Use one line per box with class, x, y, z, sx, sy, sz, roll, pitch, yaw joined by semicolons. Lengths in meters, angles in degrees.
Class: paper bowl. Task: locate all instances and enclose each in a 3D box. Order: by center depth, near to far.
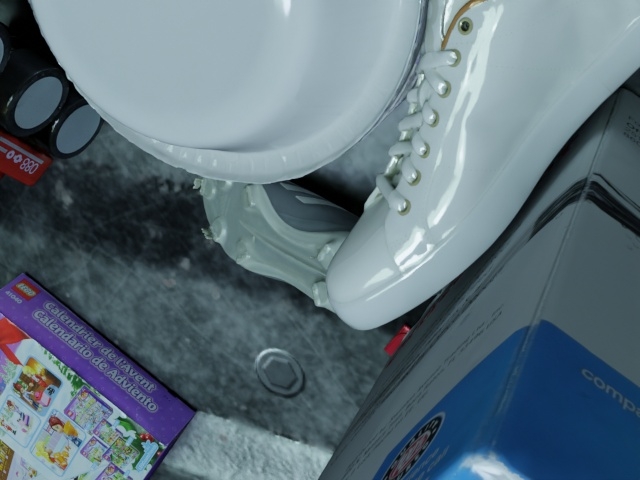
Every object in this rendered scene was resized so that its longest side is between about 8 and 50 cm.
paper bowl;-0.065;-0.171;0.658;0.284;0.148;0.284;12;121;21

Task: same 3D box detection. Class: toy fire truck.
toy fire truck;-0.311;-0.065;0.744;0.158;0.217;0.246;37;89;17

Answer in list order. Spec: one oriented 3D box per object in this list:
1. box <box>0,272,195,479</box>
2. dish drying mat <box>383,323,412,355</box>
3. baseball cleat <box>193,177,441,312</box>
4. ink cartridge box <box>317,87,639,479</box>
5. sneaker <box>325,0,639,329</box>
box;-0.263;0.195;1.000;0.201;0.057;0.293;38;126;3
dish drying mat;0.088;0.099;0.805;0.083;0.008;0.032;38;126;4
baseball cleat;0.000;0.000;0.761;0.206;0.109;0.072;37;119;42
ink cartridge box;0.110;0.124;0.568;0.166;0.395;0.285;37;124;2
sneaker;0.078;-0.085;0.603;0.123;0.106;0.290;37;97;-19
